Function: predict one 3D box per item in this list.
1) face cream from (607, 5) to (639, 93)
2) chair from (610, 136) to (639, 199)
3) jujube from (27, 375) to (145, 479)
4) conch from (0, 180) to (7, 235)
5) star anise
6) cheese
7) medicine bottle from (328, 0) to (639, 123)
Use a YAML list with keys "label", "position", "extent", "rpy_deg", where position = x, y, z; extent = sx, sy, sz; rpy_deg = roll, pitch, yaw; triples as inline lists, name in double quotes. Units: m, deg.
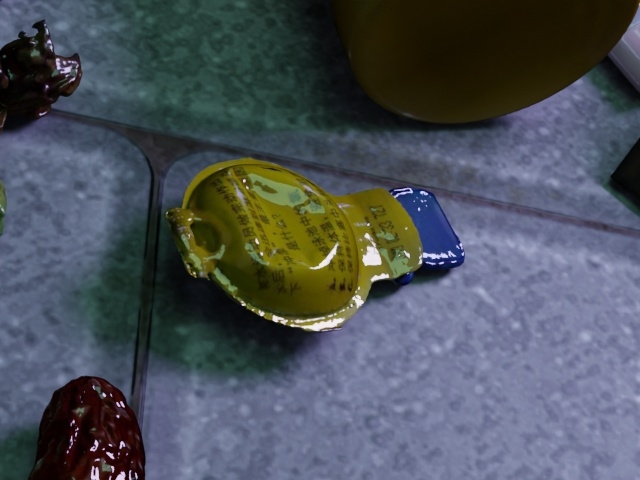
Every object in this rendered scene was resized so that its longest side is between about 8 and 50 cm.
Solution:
- label: "face cream"
  position: [0.252, -0.216, 1.577]
  extent: [0.084, 0.057, 0.198]
  rpy_deg: [-21, 63, -32]
- label: "chair"
  position: [0.458, -0.173, 1.491]
  extent: [0.203, 0.416, 0.240]
  rpy_deg: [40, 20, 10]
- label: "jujube"
  position: [-0.148, 0.143, 1.139]
  extent: [0.077, 0.077, 0.129]
  rpy_deg: [11, 40, -12]
- label: "conch"
  position: [-0.258, -0.028, 1.241]
  extent: [0.089, 0.074, 0.121]
  rpy_deg: [27, 26, -18]
- label: "star anise"
  position: [-0.256, -0.101, 1.274]
  extent: [0.191, 0.097, 0.070]
  rpy_deg: [-12, 83, -28]
- label: "cheese"
  position: [0.000, 0.000, 1.310]
  extent: [0.250, 0.064, 0.156]
  rpy_deg: [-4, 56, -35]
- label: "medicine bottle"
  position: [0.108, -0.250, 1.432]
  extent: [0.238, 0.238, 0.232]
  rpy_deg: [-2, 53, -22]
